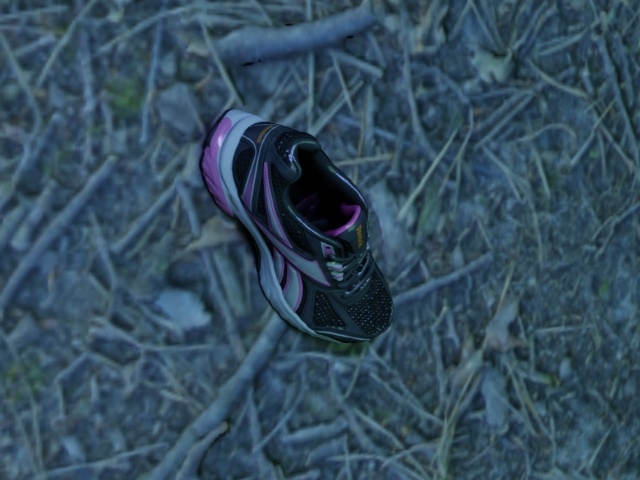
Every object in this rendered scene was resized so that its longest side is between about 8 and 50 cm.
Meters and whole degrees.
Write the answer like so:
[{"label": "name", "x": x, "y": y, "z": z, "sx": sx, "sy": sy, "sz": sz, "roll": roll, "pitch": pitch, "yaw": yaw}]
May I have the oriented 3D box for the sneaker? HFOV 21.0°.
[{"label": "sneaker", "x": 0.000, "y": 0.000, "z": 1.029, "sx": 0.072, "sy": 0.077, "sz": 0.178, "roll": -57, "pitch": 130, "yaw": -23}]
